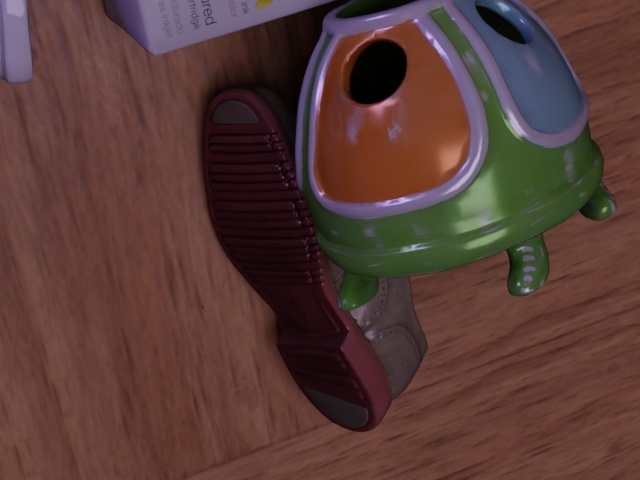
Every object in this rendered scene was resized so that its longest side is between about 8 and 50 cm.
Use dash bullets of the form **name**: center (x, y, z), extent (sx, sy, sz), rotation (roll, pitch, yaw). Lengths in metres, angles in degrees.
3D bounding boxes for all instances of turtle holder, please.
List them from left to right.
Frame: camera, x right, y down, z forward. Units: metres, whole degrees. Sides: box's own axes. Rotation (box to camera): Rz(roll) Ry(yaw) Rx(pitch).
- **turtle holder**: center (0.117, -0.103, 1.270), extent (0.320, 0.243, 0.228), rotation (-30, 110, -34)

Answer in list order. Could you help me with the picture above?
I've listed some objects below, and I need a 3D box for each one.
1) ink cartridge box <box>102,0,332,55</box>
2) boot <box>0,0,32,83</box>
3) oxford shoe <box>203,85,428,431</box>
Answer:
- **ink cartridge box**: center (-0.034, -0.302, 1.234), extent (0.306, 0.131, 0.226), rotation (-19, 118, -15)
- **boot**: center (-0.295, -0.235, 1.175), extent (0.123, 0.095, 0.258), rotation (-13, 108, -13)
- **oxford shoe**: center (0.000, 0.000, 1.411), extent (0.130, 0.123, 0.348), rotation (-42, 125, -35)
